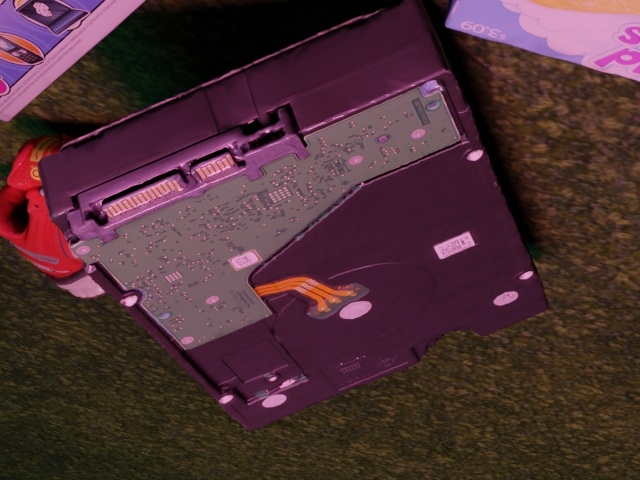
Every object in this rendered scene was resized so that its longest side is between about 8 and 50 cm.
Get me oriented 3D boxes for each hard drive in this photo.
[{"bbox_3d":[0.000,0.000,1.032,0.237,0.064,0.339,-23,152,7],"label":"hard drive"}]

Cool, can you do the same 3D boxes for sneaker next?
[{"bbox_3d":[-0.153,-0.031,1.140,0.118,0.107,0.279,34,149,-20],"label":"sneaker"}]

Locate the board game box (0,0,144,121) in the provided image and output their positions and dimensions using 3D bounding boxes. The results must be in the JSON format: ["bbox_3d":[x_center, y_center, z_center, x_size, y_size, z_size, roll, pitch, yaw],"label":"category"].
[{"bbox_3d":[-0.226,-0.192,0.790,0.302,0.086,0.308,23,157,-23],"label":"board game box"}]

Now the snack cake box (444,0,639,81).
[{"bbox_3d":[0.201,-0.124,0.705,0.264,0.089,0.152,15,158,-4],"label":"snack cake box"}]
